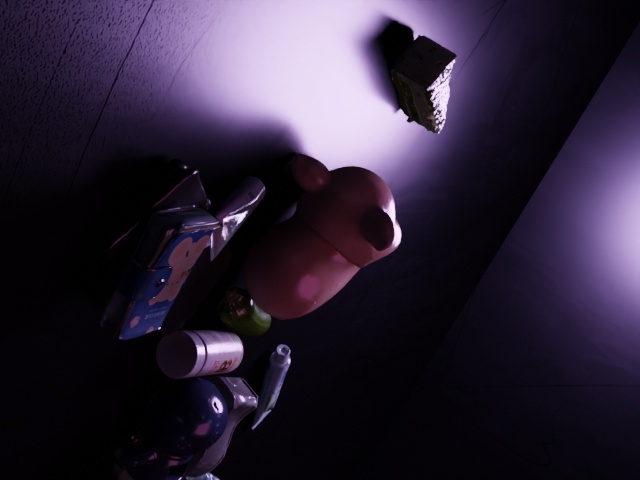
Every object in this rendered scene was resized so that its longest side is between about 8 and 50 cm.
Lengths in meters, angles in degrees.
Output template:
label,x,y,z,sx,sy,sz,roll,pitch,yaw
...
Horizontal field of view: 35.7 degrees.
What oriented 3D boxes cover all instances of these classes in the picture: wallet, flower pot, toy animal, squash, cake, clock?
label,x,y,z,sx,sy,sz,roll,pitch,yaw
wallet,-0.234,0.044,1.432,0.202,0.059,0.141,-58,164,18
flower pot,-0.233,0.381,2.025,0.229,0.103,0.108,-56,159,3
toy animal,0.000,0.000,1.837,0.326,0.237,0.269,-39,166,-30
squash,-0.147,0.139,1.893,0.077,0.068,0.219,-36,158,-3
cake,0.213,-0.303,1.961,0.099,0.100,0.235,-52,159,-8
wallet,-0.231,0.022,1.555,0.197,0.051,0.377,-48,160,-17
clock,-0.273,0.361,1.862,0.243,0.146,0.200,-55,157,22

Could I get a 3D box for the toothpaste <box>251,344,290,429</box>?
label,x,y,z,sx,sy,sz,roll,pitch,yaw
toothpaste,-0.114,0.341,2.319,0.075,0.048,0.297,-42,160,-39

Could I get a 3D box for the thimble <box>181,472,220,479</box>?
label,x,y,z,sx,sy,sz,roll,pitch,yaw
thimble,-0.269,0.582,2.118,0.143,0.198,0.235,-54,154,2

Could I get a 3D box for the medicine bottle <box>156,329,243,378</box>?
label,x,y,z,sx,sy,sz,roll,pitch,yaw
medicine bottle,-0.217,0.205,1.814,0.086,0.086,0.183,-59,159,9

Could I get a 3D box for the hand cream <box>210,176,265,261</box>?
label,x,y,z,sx,sy,sz,roll,pitch,yaw
hand cream,-0.140,-0.044,1.588,0.174,0.047,0.076,-59,156,-52
